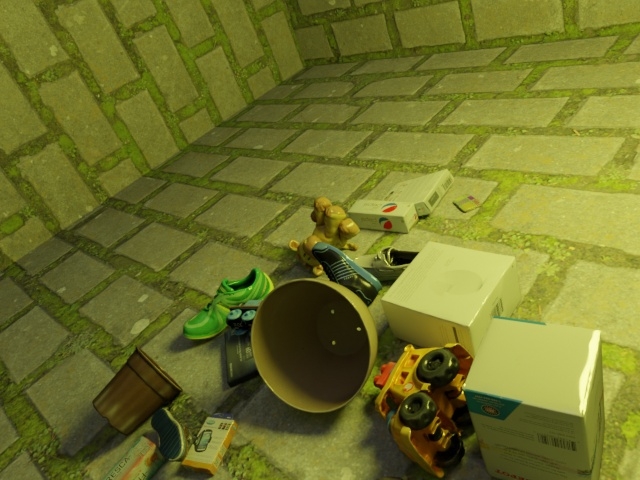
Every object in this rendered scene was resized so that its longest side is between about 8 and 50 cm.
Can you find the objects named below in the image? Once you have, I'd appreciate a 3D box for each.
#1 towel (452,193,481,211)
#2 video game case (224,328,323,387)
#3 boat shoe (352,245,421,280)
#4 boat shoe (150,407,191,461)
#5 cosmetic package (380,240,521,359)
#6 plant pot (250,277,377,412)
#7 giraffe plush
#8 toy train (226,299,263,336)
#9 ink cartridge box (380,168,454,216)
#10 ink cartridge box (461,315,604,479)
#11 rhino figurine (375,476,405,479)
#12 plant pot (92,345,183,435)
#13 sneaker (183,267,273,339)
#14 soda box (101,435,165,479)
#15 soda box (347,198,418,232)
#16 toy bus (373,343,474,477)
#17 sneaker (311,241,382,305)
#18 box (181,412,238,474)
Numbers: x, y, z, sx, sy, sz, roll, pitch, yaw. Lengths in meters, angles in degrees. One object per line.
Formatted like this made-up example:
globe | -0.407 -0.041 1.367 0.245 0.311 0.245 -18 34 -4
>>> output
towel | 0.451 -0.115 1.528 0.060 0.009 0.083 -26 32 -3
video game case | -0.125 0.263 1.329 0.274 0.026 0.196 -24 32 1
boat shoe | 0.192 0.060 1.361 0.267 0.088 0.096 7 43 38
boat shoe | -0.331 0.449 1.139 0.066 0.066 0.183 -50 31 -9
cosmetic package | 0.300 0.135 1.137 0.224 0.138 0.224 14 48 43
plant pot | 0.013 0.216 1.124 0.283 0.285 0.191 -5 1 26
giraffe plush | 0.000 0.000 1.494 0.170 0.210 0.181 -42 61 -18
toy train | -0.169 0.205 1.351 0.184 0.080 0.105 -5 27 30
ink cartridge box | 0.303 -0.142 1.644 0.232 0.066 0.189 -18 26 51
ink cartridge box | 0.359 0.273 0.811 0.171 0.233 0.168 3 39 36
rhino figurine | 0.053 0.473 0.863 0.243 0.073 0.106 -15 37 16
plant pot | -0.468 0.385 1.254 0.165 0.167 0.167 -45 38 -19
sneaker | -0.283 0.177 1.459 0.295 0.124 0.109 -34 34 -15
soda box | -0.432 0.531 1.095 0.058 0.063 0.183 8 43 40
soda box | 0.197 -0.079 1.581 0.216 0.069 0.074 7 44 40
toy bus | 0.181 0.312 0.967 0.211 0.150 0.220 -6 37 48
sneaker | 0.052 0.094 1.349 0.232 0.081 0.090 34 66 24
box | -0.245 0.455 1.122 0.081 0.028 0.136 -4 35 28
